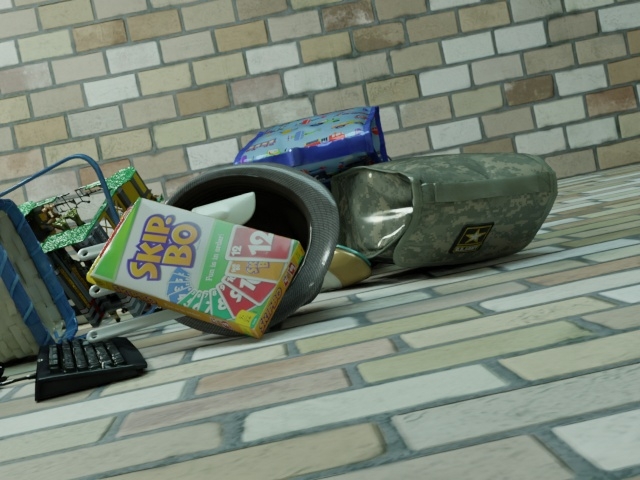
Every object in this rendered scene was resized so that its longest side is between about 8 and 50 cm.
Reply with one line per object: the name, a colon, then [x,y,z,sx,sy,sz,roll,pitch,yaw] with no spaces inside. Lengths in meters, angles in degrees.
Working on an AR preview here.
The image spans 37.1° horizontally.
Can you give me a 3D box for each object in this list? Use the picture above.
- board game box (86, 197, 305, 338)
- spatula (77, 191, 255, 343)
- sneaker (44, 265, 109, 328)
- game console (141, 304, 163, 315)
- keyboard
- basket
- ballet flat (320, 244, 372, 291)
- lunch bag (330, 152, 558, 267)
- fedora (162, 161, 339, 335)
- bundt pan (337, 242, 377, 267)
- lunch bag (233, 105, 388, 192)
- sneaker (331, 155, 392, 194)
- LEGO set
board game box: [-0.160,0.026,1.154,0.259,0.124,0.039,14,-28,26]
spatula: [-0.184,0.038,1.180,0.242,0.168,0.019,-16,-29,4]
sneaker: [-0.498,0.102,1.712,0.216,0.121,0.079,-12,2,-18]
game console: [-0.241,0.073,1.634,0.144,0.085,0.124,-10,3,35]
keyboard: [-0.316,0.147,1.122,0.201,0.033,0.317,-13,3,-16]
basket: [-0.407,0.039,1.353,0.288,0.255,0.201,-21,10,2]
ballet flat: [-0.007,0.046,1.467,0.073,0.080,0.232,-52,29,-16]
lunch bag: [0.179,-0.047,1.408,0.235,0.169,0.287,-5,-2,-22]
fedora: [-0.090,0.025,1.249,0.275,0.244,0.124,6,-23,23]
bundt pan: [0.000,0.000,1.716,0.330,0.124,0.331,-12,4,1]
lunch bag: [-0.012,-0.142,1.549,0.220,0.138,0.293,-12,2,10]
sneaker: [0.004,-0.116,1.769,0.282,0.099,0.153,-10,0,-28]
LEGO set: [-0.397,0.040,1.593,0.331,0.192,0.255,-20,31,17]
